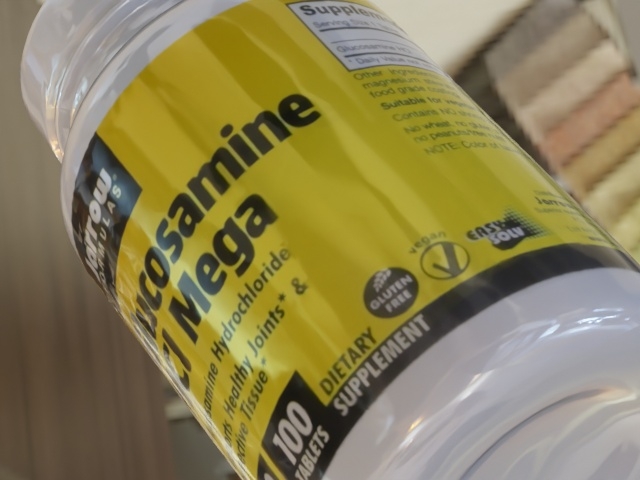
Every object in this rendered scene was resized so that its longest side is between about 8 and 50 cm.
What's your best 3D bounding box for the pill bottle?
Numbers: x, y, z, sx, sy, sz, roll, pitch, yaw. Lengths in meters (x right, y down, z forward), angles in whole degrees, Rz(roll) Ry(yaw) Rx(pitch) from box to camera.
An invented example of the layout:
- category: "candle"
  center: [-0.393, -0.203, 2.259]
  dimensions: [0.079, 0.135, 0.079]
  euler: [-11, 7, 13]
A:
- category: "pill bottle"
  center: [0.000, 0.000, 0.901]
  dimensions: [0.188, 0.334, 0.188]
  euler: [-24, 140, -22]
